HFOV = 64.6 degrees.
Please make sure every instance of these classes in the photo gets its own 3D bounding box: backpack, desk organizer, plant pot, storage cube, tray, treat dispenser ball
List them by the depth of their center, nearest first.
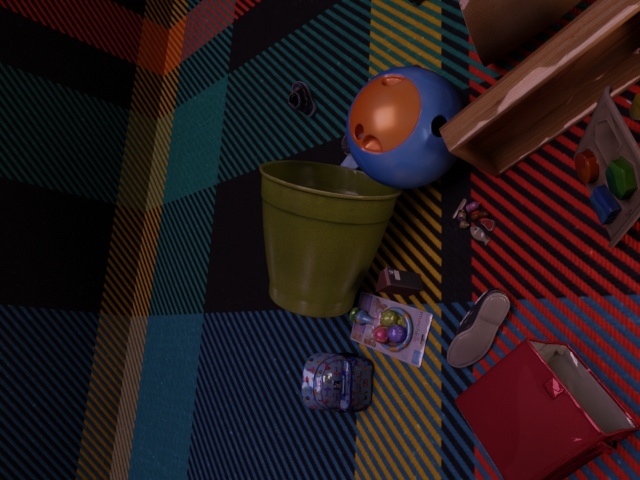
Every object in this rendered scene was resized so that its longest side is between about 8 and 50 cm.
[{"bbox_3d":[0.404,0.315,0.916,0.193,0.183,0.215,-51,47,26],"label":"storage cube"},{"bbox_3d":[0.462,-0.297,1.011,0.411,0.202,0.076,-39,53,34],"label":"tray"},{"bbox_3d":[0.449,-0.545,1.109,0.254,0.237,0.237,-16,67,27],"label":"plant pot"},{"bbox_3d":[0.204,-0.269,1.221,0.288,0.288,0.289,-16,67,44],"label":"treat dispenser ball"},{"bbox_3d":[0.192,0.104,1.249,0.050,0.130,0.047,-32,57,40],"label":"desk organizer"},{"bbox_3d":[0.038,0.368,1.311,0.116,0.173,0.159,-5,75,47],"label":"backpack"},{"bbox_3d":[0.000,0.000,1.351,0.366,0.366,0.354,31,118,47],"label":"plant pot"}]

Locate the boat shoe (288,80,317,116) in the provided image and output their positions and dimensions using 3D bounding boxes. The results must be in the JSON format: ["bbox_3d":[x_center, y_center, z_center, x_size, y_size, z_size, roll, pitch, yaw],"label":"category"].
[{"bbox_3d":[-0.077,-0.505,1.754,0.065,0.083,0.183,-49,48,27],"label":"boat shoe"}]

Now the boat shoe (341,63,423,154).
[{"bbox_3d":[0.168,-0.366,1.411,0.335,0.095,0.112,-32,44,31],"label":"boat shoe"}]

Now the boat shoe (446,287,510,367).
[{"bbox_3d":[0.348,0.193,1.122,0.206,0.075,0.065,-63,0,21],"label":"boat shoe"}]

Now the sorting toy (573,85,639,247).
[{"bbox_3d":[0.506,-0.144,0.872,0.041,0.307,0.229,-10,65,8],"label":"sorting toy"}]

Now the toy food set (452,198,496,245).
[{"bbox_3d":[0.362,-0.051,1.189,0.122,0.019,0.078,44,112,45],"label":"toy food set"}]

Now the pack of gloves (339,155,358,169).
[{"bbox_3d":[0.119,-0.218,1.486,0.232,0.046,0.195,-58,45,19],"label":"pack of gloves"}]

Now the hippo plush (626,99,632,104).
[{"bbox_3d":[0.684,-0.202,0.783,0.236,0.234,0.294,-37,60,-1],"label":"hippo plush"}]

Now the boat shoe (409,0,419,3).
[{"bbox_3d":[0.314,-0.718,1.399,0.177,0.064,0.060,-27,58,37],"label":"boat shoe"}]

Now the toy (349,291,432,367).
[{"bbox_3d":[0.163,0.222,1.303,0.237,0.056,0.137,14,90,49],"label":"toy"}]
